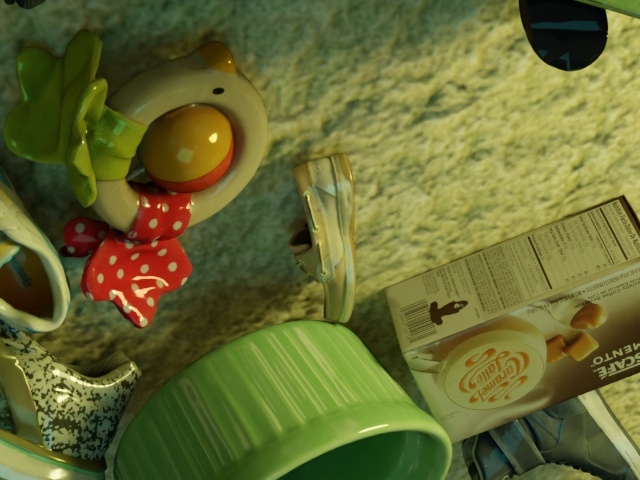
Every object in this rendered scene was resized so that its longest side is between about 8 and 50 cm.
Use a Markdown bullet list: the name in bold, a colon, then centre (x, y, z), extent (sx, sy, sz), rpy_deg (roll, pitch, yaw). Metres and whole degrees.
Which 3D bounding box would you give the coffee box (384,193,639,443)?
- **coffee box**: centre (0.204, 0.078, 1.240), extent (0.246, 0.098, 0.141), rpy_deg (-21, 128, 6)

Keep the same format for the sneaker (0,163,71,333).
- **sneaker**: centre (-0.277, -0.021, 1.044), extent (0.087, 0.092, 0.229), rpy_deg (-41, 117, -5)

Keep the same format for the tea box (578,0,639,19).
- **tea box**: centre (0.228, -0.304, 0.803), extent (0.323, 0.220, 0.329), rpy_deg (11, 107, -19)

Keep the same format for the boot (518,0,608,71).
- **boot**: centre (0.170, -0.242, 1.000), extent (0.082, 0.106, 0.219), rpy_deg (-6, 101, -2)

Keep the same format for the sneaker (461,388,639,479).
- **sneaker**: centre (0.242, 0.224, 1.367), extent (0.163, 0.086, 0.226), rpy_deg (-37, 117, 4)

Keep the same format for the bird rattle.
- **bird rattle**: centre (-0.132, -0.054, 1.055), extent (0.207, 0.143, 0.253), rpy_deg (-30, 133, -8)

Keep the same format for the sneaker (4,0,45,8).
- **sneaker**: centre (-0.158, -0.227, 0.936), extent (0.227, 0.087, 0.130), rpy_deg (-3, 159, -34)

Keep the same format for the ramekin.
- **ramekin**: centre (-0.043, 0.213, 1.211), extent (0.303, 0.148, 0.303), rpy_deg (-24, 147, -17)

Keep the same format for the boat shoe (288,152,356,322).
- **boat shoe**: centre (0.000, 0.000, 1.165), extent (0.059, 0.063, 0.170), rpy_deg (-5, 120, -4)

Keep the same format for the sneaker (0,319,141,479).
- **sneaker**: centre (-0.334, 0.089, 1.150), extent (0.410, 0.158, 0.182), rpy_deg (33, 85, -30)
